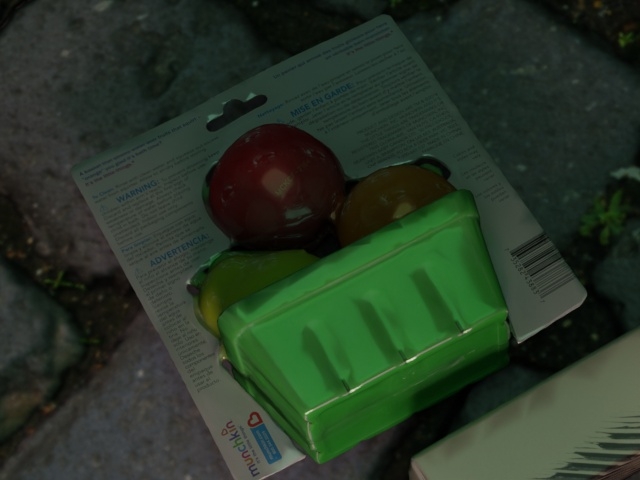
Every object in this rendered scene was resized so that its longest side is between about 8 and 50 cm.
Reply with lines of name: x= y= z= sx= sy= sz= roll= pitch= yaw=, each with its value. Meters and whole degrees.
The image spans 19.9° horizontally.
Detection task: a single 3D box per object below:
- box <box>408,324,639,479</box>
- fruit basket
box: x=0.211 y=0.158 z=1.484 sx=0.275 sy=0.113 sz=0.094 roll=-30 pitch=72 yaw=-7
fruit basket: x=0.000 y=0.000 z=1.555 sx=0.327 sy=0.165 sz=0.353 roll=-28 pitch=55 yaw=-9
